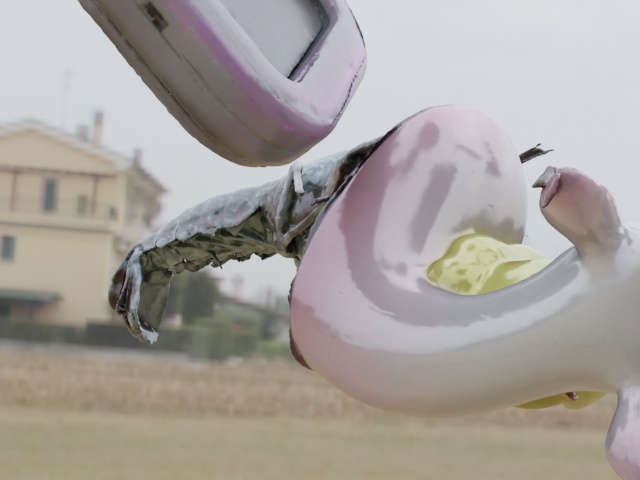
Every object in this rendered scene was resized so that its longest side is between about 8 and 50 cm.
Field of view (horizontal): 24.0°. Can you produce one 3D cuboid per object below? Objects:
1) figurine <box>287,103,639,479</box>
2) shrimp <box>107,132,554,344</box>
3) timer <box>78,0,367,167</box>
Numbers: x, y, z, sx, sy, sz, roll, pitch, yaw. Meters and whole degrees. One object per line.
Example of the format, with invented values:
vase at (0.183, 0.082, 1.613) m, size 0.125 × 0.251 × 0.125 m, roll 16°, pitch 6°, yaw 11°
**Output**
figurine at (0.171, 0.004, 0.778) m, size 0.284 × 0.206 × 0.315 m, roll -16°, pitch 19°, yaw -28°
shrimp at (0.003, -0.004, 1.345) m, size 0.410 × 0.166 × 0.221 m, roll -5°, pitch -19°, yaw 18°
timer at (-0.058, -0.137, 0.842) m, size 0.069 × 0.191 × 0.208 m, roll -36°, pitch 11°, yaw 23°
